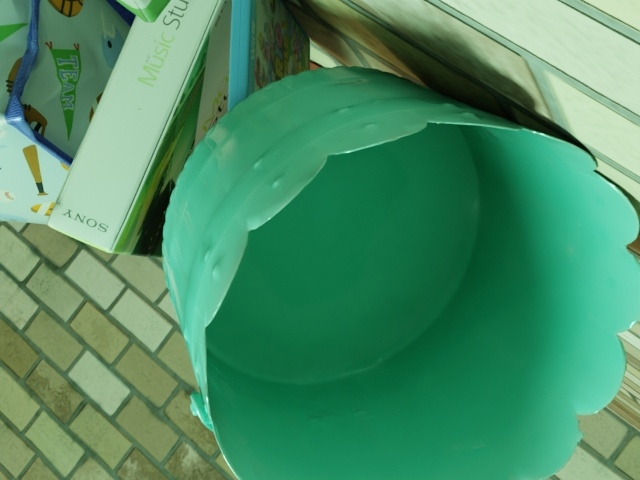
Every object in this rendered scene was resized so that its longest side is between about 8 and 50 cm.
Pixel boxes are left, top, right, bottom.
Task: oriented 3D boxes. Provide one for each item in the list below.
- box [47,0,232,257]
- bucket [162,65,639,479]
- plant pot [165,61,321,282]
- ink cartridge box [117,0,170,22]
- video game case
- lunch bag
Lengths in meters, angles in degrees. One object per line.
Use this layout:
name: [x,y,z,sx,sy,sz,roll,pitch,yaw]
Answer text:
box: [-0.119,-0.101,0.957,0.058,0.232,0.322,23,179,2]
bucket: [0.037,0.028,0.736,0.281,0.281,0.183,38,-176,-29]
plant pot: [0.000,0.000,1.122,0.275,0.243,0.275,37,179,1]
ink cartridge box: [-0.133,-0.207,0.589,0.160,0.092,0.219,37,179,-3]
video game case: [-0.034,-0.120,0.854,0.015,0.119,0.166,-1,169,13]
lunch bag: [-0.314,-0.125,1.183,0.328,0.239,0.385,1,159,22]
